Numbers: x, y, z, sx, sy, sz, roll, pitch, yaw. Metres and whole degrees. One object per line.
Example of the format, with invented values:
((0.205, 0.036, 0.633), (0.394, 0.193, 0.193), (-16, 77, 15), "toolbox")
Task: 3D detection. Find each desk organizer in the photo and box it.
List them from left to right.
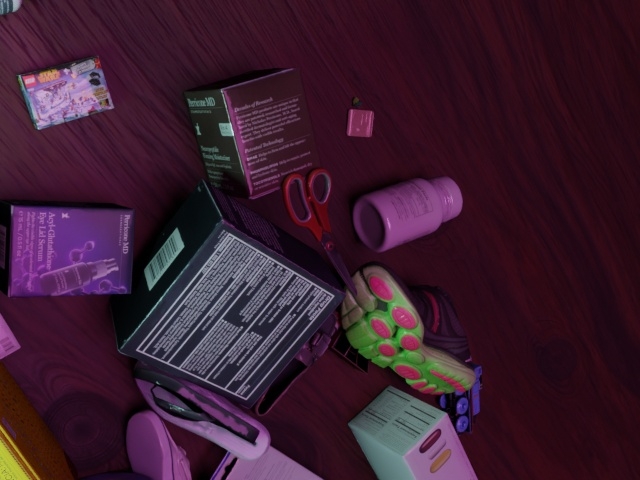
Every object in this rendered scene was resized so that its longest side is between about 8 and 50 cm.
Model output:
((0.062, 0.244, 1.684), (0.130, 0.050, 0.047), (41, 75, -32), "desk organizer")

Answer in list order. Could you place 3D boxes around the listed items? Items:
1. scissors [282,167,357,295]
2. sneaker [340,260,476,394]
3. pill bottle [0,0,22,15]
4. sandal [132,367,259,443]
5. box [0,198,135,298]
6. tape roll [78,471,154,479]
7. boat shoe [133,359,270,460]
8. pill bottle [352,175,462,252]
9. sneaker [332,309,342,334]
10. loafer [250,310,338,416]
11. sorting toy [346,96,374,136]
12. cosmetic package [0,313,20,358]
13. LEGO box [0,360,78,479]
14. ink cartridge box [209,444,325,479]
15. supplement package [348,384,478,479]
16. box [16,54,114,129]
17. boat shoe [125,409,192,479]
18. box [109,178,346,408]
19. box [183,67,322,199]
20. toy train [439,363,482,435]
((0.000, 0.000, 1.437), (0.109, 0.021, 0.297), (-29, 120, -29), "scissors")
((0.193, 0.179, 1.691), (0.483, 0.185, 0.202), (47, 37, -43), "sneaker")
((-0.518, -0.393, 1.156), (0.180, 0.108, 0.108), (-27, 112, -27), "pill bottle")
((-0.226, 0.303, 1.358), (0.254, 0.097, 0.054), (33, 71, -9), "sandal")
((-0.429, 0.012, 1.282), (0.207, 0.108, 0.153), (-1, 98, -33), "box")
((-0.377, 0.490, 1.347), (0.189, 0.189, 0.080), (-4, 100, -33), "tape roll")
((-0.233, 0.324, 1.455), (0.302, 0.094, 0.109), (40, 70, -7), "boat shoe")
((0.195, -0.067, 1.673), (0.229, 0.131, 0.131), (-20, 108, -30), "pill bottle")
((-0.042, 0.141, 1.576), (0.225, 0.088, 0.092), (45, 74, -30), "sneaker")
((-0.052, 0.247, 1.537), (0.096, 0.084, 0.267), (36, 99, -30), "loafer")
((0.086, -0.266, 1.639), (0.062, 0.012, 0.083), (0, 101, -29), "sorting toy")
((-0.571, 0.078, 1.205), (0.060, 0.099, 0.239), (-32, 114, -23), "cosmetic package")
((-0.635, 0.300, 1.088), (0.373, 0.193, 0.500), (-28, 113, -9), "LEGO box")
((-0.110, 0.530, 1.608), (0.333, 0.065, 0.165), (43, 73, -32), "ink cartridge box")
((0.219, 0.501, 1.738), (0.145, 0.204, 0.261), (-38, 117, -23), "supplement package")
((-0.430, -0.252, 1.287), (0.137, 0.027, 0.093), (-23, 111, -29), "box")
((-0.294, 0.437, 1.458), (0.088, 0.096, 0.267), (-33, 111, -56), "boat shoe")
((-0.171, 0.103, 1.377), (0.294, 0.182, 0.296), (34, 102, -32), "box")
((-0.125, -0.202, 1.414), (0.167, 0.168, 0.203), (-24, 110, -28), "box")
((0.351, 0.393, 1.887), (0.105, 0.080, 0.184), (-15, 106, -37), "toy train")
